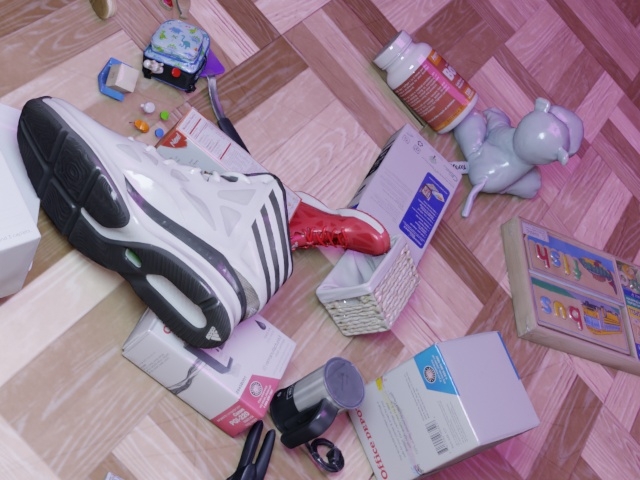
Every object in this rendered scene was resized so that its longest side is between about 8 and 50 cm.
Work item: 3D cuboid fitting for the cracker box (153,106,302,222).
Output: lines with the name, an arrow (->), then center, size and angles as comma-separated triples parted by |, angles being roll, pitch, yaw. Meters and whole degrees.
cracker box -> -0.168, -0.083, 1.681 | 0.232, 0.156, 0.067 | 40, 44, -13

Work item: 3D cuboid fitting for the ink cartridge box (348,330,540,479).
ink cartridge box -> 0.192, 0.276, 1.696 | 0.168, 0.233, 0.171 | -6, 67, -45

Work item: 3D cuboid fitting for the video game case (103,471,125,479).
video game case -> -0.249, 0.376, 1.411 | 0.122, 0.011, 0.087 | 34, 45, -19

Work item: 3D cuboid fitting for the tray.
tray -> -0.474, -0.085, 1.509 | 0.145, 0.030, 0.270 | 19, 52, -30

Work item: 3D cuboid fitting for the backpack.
backpack -> -0.244, -0.330, 1.815 | 0.105, 0.084, 0.114 | 20, 48, -1

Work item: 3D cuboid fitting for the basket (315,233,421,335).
basket -> 0.087, 0.078, 1.815 | 0.167, 0.113, 0.103 | -50, 121, -47

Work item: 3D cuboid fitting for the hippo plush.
hippo plush -> 0.413, -0.221, 2.215 | 0.294, 0.236, 0.234 | -13, 73, -45

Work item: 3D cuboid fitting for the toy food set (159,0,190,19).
toy food set -> -0.276, -0.469, 1.947 | 0.078, 0.019, 0.122 | 18, 60, -31

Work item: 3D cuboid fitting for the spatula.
spatula -> -0.179, -0.238, 1.865 | 0.084, 0.030, 0.296 | -16, 75, -39

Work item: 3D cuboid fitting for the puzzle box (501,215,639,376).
puzzle box -> 0.564, 0.126, 2.252 | 0.409, 0.052, 0.272 | 18, 53, -32

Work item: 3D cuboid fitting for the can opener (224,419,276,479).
can opener -> -0.100, 0.336, 1.536 | 0.059, 0.073, 0.186 | 50, 29, -14

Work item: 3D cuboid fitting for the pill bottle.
pill bottle -> 0.218, -0.336, 2.208 | 0.216, 0.121, 0.121 | 42, 43, -11

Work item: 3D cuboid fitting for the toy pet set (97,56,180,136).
toy pet set -> -0.309, -0.246, 1.747 | 0.114, 0.065, 0.122 | 21, 79, -37

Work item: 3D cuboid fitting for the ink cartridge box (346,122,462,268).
ink cartridge box -> 0.156, -0.075, 2.025 | 0.165, 0.065, 0.332 | 44, 42, -10

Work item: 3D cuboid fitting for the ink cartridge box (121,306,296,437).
ink cartridge box -> -0.163, 0.161, 1.570 | 0.218, 0.092, 0.158 | 38, 44, -12

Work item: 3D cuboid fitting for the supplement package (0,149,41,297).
supplement package -> -0.504, -0.051, 1.305 | 0.199, 0.198, 0.262 | -21, 77, -30

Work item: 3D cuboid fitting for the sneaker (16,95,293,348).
sneaker -> -0.223, -0.064, 1.542 | 0.447, 0.169, 0.257 | 46, 45, 8

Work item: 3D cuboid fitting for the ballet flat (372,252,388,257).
ballet flat -> 0.108, 0.030, 1.920 | 0.168, 0.057, 0.052 | 46, 33, -8

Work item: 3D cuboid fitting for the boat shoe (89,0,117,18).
boat shoe -> -0.373, -0.457, 1.820 | 0.059, 0.063, 0.170 | -4, 65, -36

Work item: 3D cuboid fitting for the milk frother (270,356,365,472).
milk frother -> 0.016, 0.273, 1.616 | 0.143, 0.135, 0.129 | 29, 46, -28

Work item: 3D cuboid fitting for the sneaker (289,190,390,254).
sneaker -> 0.000, 0.000, 1.780 | 0.128, 0.221, 0.087 | -43, 138, -37
